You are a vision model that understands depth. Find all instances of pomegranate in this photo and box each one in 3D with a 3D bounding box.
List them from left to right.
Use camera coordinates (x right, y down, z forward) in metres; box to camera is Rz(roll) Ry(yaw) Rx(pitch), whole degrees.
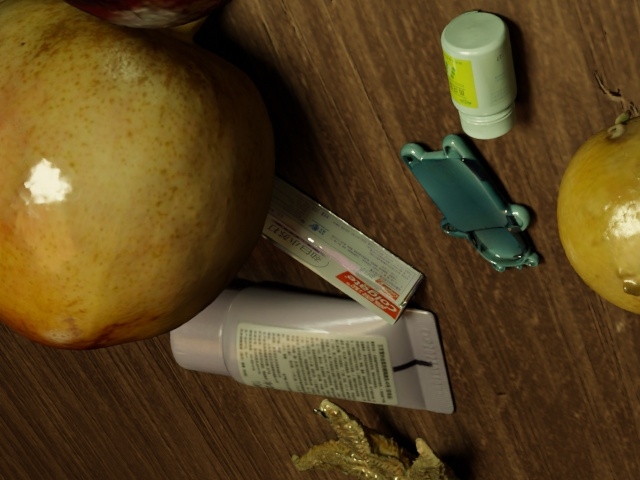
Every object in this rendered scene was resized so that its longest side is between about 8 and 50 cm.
[{"bbox_3d":[-0.176,-0.070,1.145,0.319,0.319,0.319,27,147,19],"label":"pomegranate"}]

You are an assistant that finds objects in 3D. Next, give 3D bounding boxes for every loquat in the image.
[{"bbox_3d":[0.223,-0.016,0.916,0.141,0.141,0.141,27,147,19],"label":"loquat"}]

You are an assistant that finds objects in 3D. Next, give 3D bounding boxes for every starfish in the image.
[{"bbox_3d":[0.080,0.246,1.477,0.299,0.060,0.302,27,155,26],"label":"starfish"}]

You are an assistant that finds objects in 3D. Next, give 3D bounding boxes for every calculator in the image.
[{"bbox_3d":[0.123,-0.027,1.121,0.094,0.019,0.141,-7,128,51],"label":"calculator"}]

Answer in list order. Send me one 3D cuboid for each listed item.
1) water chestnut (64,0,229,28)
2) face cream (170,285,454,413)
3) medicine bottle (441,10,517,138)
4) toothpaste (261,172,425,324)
[{"bbox_3d":[-0.084,-0.277,0.781,0.335,0.335,0.347,22,175,26],"label":"water chestnut"},{"bbox_3d":[-0.008,0.101,1.374,0.274,0.096,0.154,8,136,22],"label":"face cream"},{"bbox_3d":[0.113,-0.115,0.988,0.047,0.047,0.083,18,142,31],"label":"medicine bottle"},{"bbox_3d":[0.000,0.000,1.267,0.196,0.040,0.047,34,151,7],"label":"toothpaste"}]
